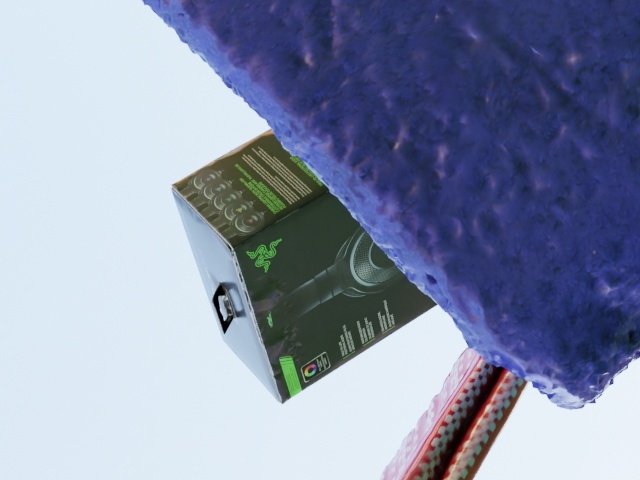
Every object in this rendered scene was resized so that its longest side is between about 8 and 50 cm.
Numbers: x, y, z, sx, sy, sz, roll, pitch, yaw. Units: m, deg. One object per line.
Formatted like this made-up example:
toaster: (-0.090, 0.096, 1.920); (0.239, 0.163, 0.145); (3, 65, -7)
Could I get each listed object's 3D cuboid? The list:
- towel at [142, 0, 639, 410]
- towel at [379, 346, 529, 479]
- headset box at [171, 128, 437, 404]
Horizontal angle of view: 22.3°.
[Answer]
towel: (0.104, -0.130, 0.469); (0.227, 0.308, 0.076); (47, -171, 15)
towel: (0.009, 0.127, 0.594); (0.031, 0.275, 0.199); (32, -131, 6)
headset box: (0.000, 0.000, 1.711); (0.283, 0.246, 0.131); (-30, -134, -17)
